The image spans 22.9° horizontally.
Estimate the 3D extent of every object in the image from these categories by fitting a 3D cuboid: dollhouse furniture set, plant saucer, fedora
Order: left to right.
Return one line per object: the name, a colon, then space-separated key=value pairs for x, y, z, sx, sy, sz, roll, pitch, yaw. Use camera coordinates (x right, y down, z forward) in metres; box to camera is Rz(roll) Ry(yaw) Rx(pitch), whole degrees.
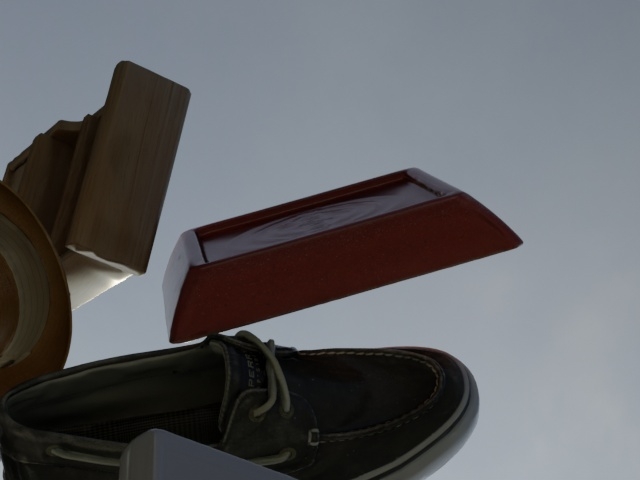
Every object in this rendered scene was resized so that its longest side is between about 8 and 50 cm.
dollhouse furniture set: x=-0.349 y=-0.084 z=1.296 sx=0.394 sy=0.362 sz=0.256 roll=24 pitch=-28 yaw=-25
fedora: x=-0.264 y=0.044 z=1.120 sx=0.194 sy=0.079 sz=0.194 roll=12 pitch=-69 yaw=32
plant saucer: x=0.000 y=0.000 z=1.211 sx=0.259 sy=0.258 sz=0.048 roll=-15 pitch=-80 yaw=-5

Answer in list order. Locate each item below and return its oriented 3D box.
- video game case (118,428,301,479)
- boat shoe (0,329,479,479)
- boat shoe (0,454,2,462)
video game case: x=0.018 y=0.194 z=0.535 sx=0.206 sy=0.227 sz=0.026 roll=25 pitch=-44 yaw=-31
boat shoe: x=-0.054 y=0.123 z=1.066 sx=0.335 sy=0.121 sz=0.119 roll=-13 pitch=-44 yaw=-6
boat shoe: x=-0.448 y=0.143 z=1.521 sx=0.306 sy=0.113 sz=0.105 roll=41 pitch=-89 yaw=-20
